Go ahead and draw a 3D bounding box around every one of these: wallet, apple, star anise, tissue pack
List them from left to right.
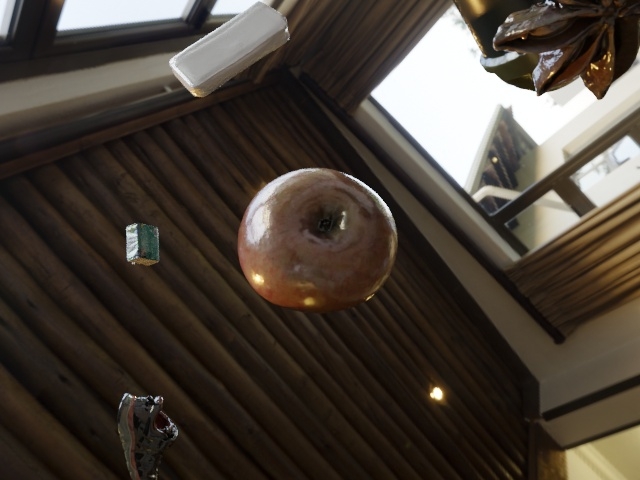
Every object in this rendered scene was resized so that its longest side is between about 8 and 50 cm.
[{"bbox_3d":[-0.544,0.015,1.412,0.085,0.079,0.111,23,-126,-60],"label":"tissue pack"},{"bbox_3d":[-0.135,-0.295,0.714,0.095,0.190,0.033,49,169,24],"label":"wallet"},{"bbox_3d":[0.000,0.000,0.981,0.344,0.345,0.269,42,174,-7],"label":"apple"},{"bbox_3d":[0.273,-0.249,0.475,0.196,0.212,0.073,18,-135,-16],"label":"star anise"}]

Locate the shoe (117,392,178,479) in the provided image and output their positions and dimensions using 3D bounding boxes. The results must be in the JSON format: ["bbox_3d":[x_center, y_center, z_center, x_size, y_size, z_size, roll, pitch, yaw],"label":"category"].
[{"bbox_3d":[-0.455,0.536,1.260,0.137,0.291,0.114,-8,-165,-13],"label":"shoe"}]

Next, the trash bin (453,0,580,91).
[{"bbox_3d":[0.339,-0.402,0.786,0.334,0.214,0.214,44,-146,-21],"label":"trash bin"}]
